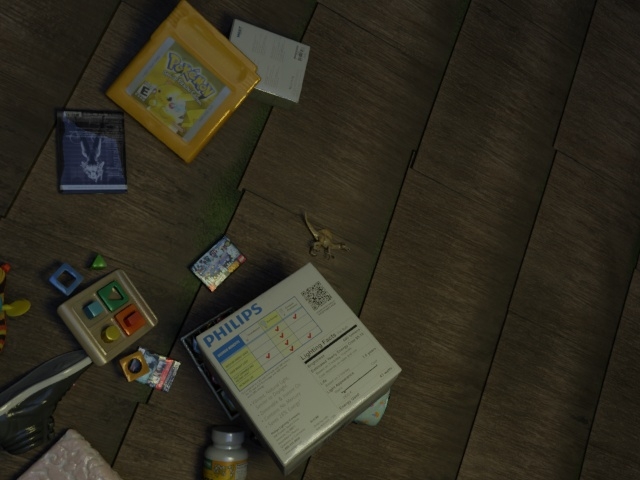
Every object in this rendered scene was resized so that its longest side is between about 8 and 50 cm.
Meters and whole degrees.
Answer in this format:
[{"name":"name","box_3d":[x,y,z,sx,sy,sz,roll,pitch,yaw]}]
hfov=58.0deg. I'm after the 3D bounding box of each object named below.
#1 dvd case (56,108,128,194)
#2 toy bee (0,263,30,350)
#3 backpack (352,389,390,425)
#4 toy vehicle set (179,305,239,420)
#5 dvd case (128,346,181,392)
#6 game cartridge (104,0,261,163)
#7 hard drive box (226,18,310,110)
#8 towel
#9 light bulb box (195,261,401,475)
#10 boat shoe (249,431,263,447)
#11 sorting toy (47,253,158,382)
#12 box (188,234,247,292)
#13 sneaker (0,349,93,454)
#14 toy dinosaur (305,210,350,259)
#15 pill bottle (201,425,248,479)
[{"name":"dvd case","box_3d":[-0.594,-0.230,1.506,0.164,0.018,0.221,-3,86,-22]},{"name":"toy bee","box_3d":[-0.771,0.126,1.347,0.195,0.162,0.298,21,109,-3]},{"name":"backpack","box_3d":[0.114,0.433,1.630,0.144,0.188,0.166,25,78,-17]},{"name":"toy vehicle set","box_3d":[-0.246,0.333,1.581,0.166,0.035,0.267,-33,97,-20]},{"name":"dvd case","box_3d":[-0.439,0.340,1.519,0.119,0.013,0.087,25,77,-18]},{"name":"game cartridge","box_3d":[-0.357,-0.418,1.536,0.285,0.053,0.324,40,96,-13]},{"name":"hard drive box","box_3d":[-0.165,-0.500,1.656,0.232,0.089,0.181,15,80,-19]},{"name":"towel","box_3d":[-0.604,0.678,1.368,0.332,0.053,0.317,46,70,1]},{"name":"light bulb box","box_3d":[-0.058,0.317,1.445,0.358,0.225,0.361,-33,69,-20]},{"name":"boat shoe","box_3d":[-0.111,0.466,1.597,0.068,0.081,0.228,35,77,-19]},{"name":"sorting toy","box_3d":[-0.523,0.189,1.450,0.196,0.047,0.348,-40,101,-43]},{"name":"box","box_3d":[-0.282,0.064,1.595,0.137,0.027,0.094,-46,103,-19]},{"name":"sneaker","box_3d":[-0.656,0.391,1.395,0.295,0.104,0.147,-35,117,-31]},{"name":"toy dinosaur","box_3d":[0.000,0.000,1.707,0.183,0.053,0.093,36,58,-22]},{"name":"pill bottle","box_3d":[-0.250,0.601,1.513,0.117,0.117,0.208,7,83,-20]}]
